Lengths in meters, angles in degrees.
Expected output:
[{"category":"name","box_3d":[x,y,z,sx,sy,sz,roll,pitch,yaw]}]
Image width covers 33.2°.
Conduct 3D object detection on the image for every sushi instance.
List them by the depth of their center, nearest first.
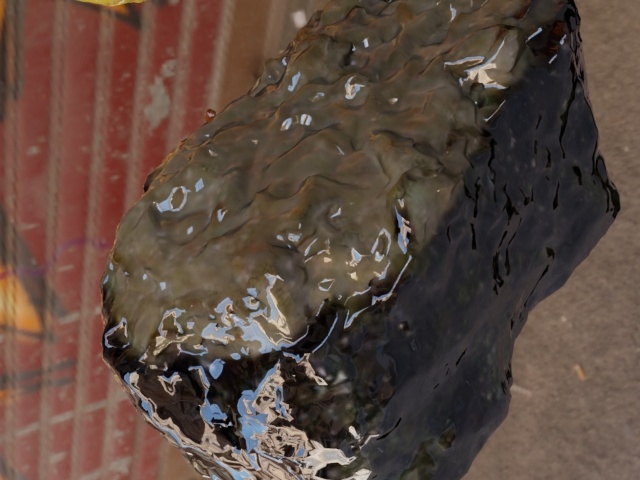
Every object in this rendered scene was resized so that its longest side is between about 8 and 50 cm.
[{"category":"sushi","box_3d":[0.030,-0.025,0.573,0.211,0.350,0.170,11,142,32]}]

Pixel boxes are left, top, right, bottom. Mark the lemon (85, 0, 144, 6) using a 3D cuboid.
[{"category":"lemon","box_3d":[-0.246,-0.420,1.293,0.260,0.284,0.260,46,149,38]}]
